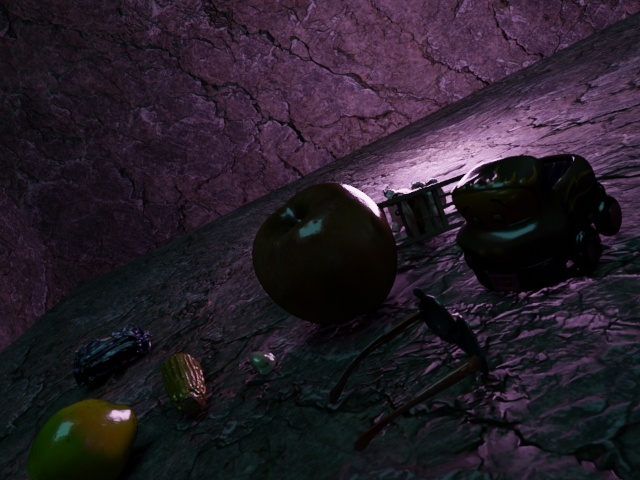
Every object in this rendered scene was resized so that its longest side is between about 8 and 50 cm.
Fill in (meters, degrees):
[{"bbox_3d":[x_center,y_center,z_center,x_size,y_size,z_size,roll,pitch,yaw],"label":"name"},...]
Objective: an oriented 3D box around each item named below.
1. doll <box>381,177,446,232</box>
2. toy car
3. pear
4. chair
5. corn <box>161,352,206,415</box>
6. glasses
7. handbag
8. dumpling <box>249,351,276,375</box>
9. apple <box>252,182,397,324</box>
[{"bbox_3d":[0.279,-0.107,1.639,0.191,0.150,0.095,-13,-20,22],"label":"doll"},{"bbox_3d":[0.406,-0.071,1.086,0.271,0.241,0.340,-5,31,49],"label":"toy car"},{"bbox_3d":[-0.490,0.427,1.148,0.187,0.188,0.220,-9,32,49],"label":"pear"},{"bbox_3d":[0.265,-0.070,1.466,0.270,0.137,0.147,-20,0,-17],"label":"chair"},{"bbox_3d":[-0.326,0.340,1.311,0.097,0.097,0.261,-32,19,-12],"label":"corn"},{"bbox_3d":[0.130,0.207,0.924,0.268,0.118,0.234,-30,18,-7],"label":"glasses"},{"bbox_3d":[-0.674,0.363,1.776,0.260,0.113,0.162,-27,21,-22],"label":"handbag"},{"bbox_3d":[-0.133,0.279,1.271,0.059,0.043,0.077,-11,6,-23],"label":"dumpling"},{"bbox_3d":[0.018,0.042,1.302,0.338,0.305,0.339,-28,29,17],"label":"apple"}]
